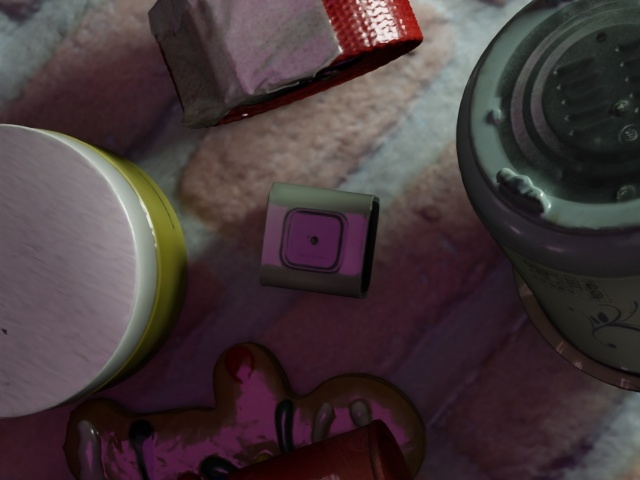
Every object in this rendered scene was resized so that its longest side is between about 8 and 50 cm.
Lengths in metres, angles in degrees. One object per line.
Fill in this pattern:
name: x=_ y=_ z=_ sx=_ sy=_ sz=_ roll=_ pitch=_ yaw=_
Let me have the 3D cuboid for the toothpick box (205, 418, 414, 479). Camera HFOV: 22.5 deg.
toothpick box: x=-0.079 y=0.280 z=1.194 sx=0.333 sy=0.204 sz=0.204 roll=-19 pitch=87 yaw=6

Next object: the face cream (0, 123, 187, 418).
face cream: x=-0.226 y=0.023 z=1.260 sx=0.218 sy=0.179 sz=0.218 roll=0 pitch=90 yaw=7

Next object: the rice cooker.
rice cooker: x=0.247 y=-0.040 z=1.154 sx=0.316 sy=0.316 sz=0.264 roll=38 pitch=83 yaw=6

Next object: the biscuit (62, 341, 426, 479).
biscuit: x=-0.062 y=0.184 z=1.308 sx=0.301 sy=0.049 sz=0.197 roll=-13 pitch=90 yaw=6

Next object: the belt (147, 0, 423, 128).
belt: x=-0.033 y=-0.174 z=1.265 sx=0.200 sy=0.128 sz=0.124 roll=-21 pitch=86 yaw=3

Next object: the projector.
projector: x=0.000 y=0.000 z=1.281 sx=0.082 sy=0.083 sz=0.083 roll=8 pitch=91 yaw=7
